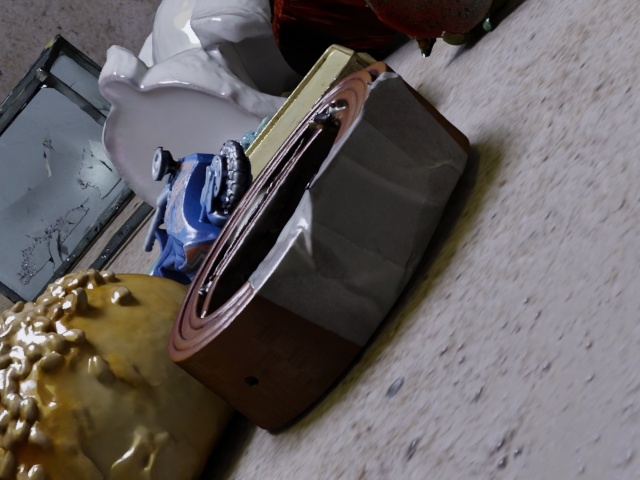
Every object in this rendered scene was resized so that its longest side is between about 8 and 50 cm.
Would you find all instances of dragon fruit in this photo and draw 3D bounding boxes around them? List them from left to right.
[{"bbox_3d":[0.088,-0.221,1.581,0.175,0.138,0.142,-52,-17,-67],"label":"dragon fruit"}]

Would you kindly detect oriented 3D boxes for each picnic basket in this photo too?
[{"bbox_3d":[0.003,-0.078,1.597,0.164,0.079,0.115,-51,14,4],"label":"picnic basket"}]

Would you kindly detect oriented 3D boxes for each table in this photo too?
[{"bbox_3d":[-0.362,-0.049,2.460,0.335,0.222,0.272,-50,12,10],"label":"table"}]

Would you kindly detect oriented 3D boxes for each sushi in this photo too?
[{"bbox_3d":[0.016,-0.246,1.820,0.225,0.136,0.126,105,170,-70],"label":"sushi"}]

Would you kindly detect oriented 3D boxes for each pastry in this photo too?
[{"bbox_3d":[-0.200,0.139,1.463,0.316,0.184,0.284,-32,23,57],"label":"pastry"}]

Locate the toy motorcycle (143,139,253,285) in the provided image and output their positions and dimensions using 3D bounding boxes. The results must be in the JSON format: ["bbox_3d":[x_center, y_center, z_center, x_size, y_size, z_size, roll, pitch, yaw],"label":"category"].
[{"bbox_3d":[-0.091,-0.015,1.507,0.205,0.076,0.114,168,106,-71],"label":"toy motorcycle"}]

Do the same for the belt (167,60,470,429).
[{"bbox_3d":[0.000,0.000,1.342,0.261,0.105,0.184,-54,15,-16],"label":"belt"}]

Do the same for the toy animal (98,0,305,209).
[{"bbox_3d":[-0.109,-0.189,2.018,0.272,0.206,0.265,-40,20,48],"label":"toy animal"}]

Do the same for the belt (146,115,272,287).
[{"bbox_3d":[-0.109,0.025,1.726,0.302,0.072,0.087,-56,10,-13],"label":"belt"}]
